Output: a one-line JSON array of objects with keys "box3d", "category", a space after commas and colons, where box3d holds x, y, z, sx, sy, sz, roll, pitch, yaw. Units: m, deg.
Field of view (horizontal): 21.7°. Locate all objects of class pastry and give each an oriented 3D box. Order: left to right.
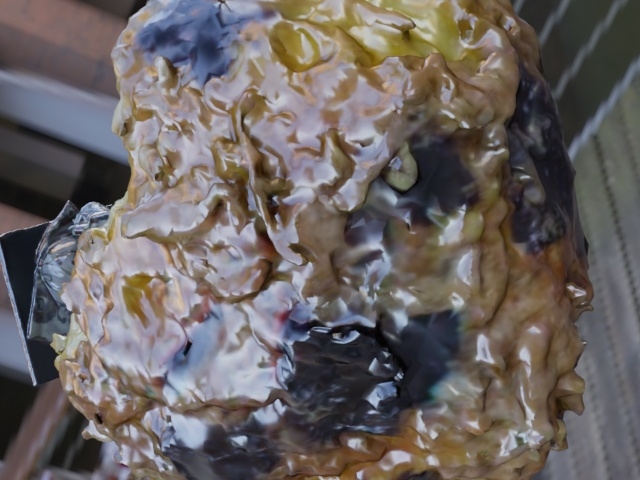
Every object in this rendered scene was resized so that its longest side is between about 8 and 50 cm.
[{"box3d": [0.011, 0.013, 1.038, 0.292, 0.337, 0.405, -68, -3, -58], "category": "pastry"}]

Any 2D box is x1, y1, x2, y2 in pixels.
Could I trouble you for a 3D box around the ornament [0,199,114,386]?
[{"box3d": [-0.183, 0.031, 1.605, 0.196, 0.153, 0.166, -12, 96, 42], "category": "ornament"}]
